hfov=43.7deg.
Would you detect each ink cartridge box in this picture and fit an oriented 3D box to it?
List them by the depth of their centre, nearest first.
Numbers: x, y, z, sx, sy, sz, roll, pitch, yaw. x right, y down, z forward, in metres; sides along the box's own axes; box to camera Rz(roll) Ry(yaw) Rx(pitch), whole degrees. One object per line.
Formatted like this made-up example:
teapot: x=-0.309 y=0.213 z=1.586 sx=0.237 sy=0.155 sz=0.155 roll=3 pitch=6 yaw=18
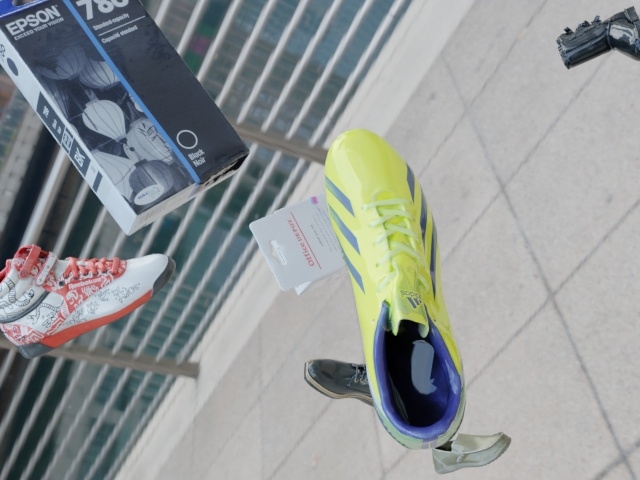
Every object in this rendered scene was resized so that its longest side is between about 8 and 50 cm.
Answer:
ink cartridge box: x=-0.242 y=-0.183 z=0.896 sx=0.165 sy=0.333 sz=0.065 roll=-36 pitch=-4 yaw=-31
ink cartridge box: x=0.000 y=0.000 z=1.147 sx=0.115 sy=0.198 sz=0.067 roll=62 pitch=155 yaw=13

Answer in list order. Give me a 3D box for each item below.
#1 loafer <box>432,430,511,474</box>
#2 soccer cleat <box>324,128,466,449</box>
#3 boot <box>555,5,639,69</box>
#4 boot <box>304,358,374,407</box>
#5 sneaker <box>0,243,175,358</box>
loafer: x=0.240 y=0.340 z=1.301 sx=0.148 sy=0.050 sz=0.056 roll=-29 pitch=2 yaw=29
soccer cleat: x=0.068 y=0.035 z=0.689 sx=0.121 sy=0.093 sz=0.289 roll=69 pitch=-171 yaw=-83
boot: x=0.343 y=-0.238 z=0.973 sx=0.099 sy=0.045 sz=0.121 roll=-20 pitch=32 yaw=21
boot: x=0.084 y=0.229 z=1.416 sx=0.137 sy=0.197 sz=0.077 roll=-47 pitch=34 yaw=46
sneaker: x=-0.360 y=0.056 z=1.172 sx=0.270 sy=0.145 sz=0.090 roll=-28 pitch=25 yaw=3
